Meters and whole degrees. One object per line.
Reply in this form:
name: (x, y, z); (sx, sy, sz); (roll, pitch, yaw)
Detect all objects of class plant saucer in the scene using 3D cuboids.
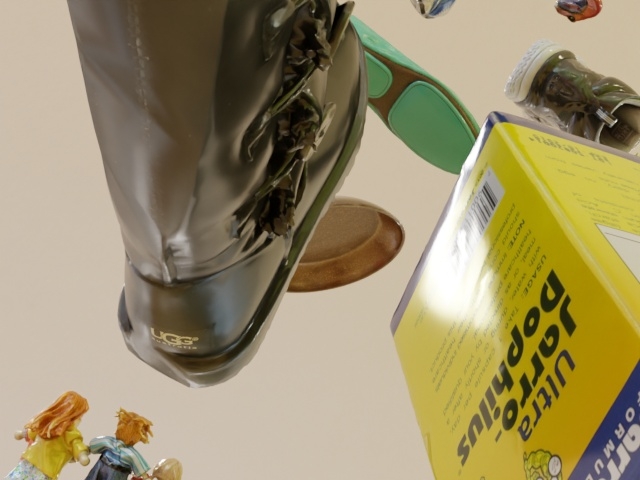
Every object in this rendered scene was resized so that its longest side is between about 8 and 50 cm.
plant saucer: (0.000, 0.000, 1.248); (0.199, 0.036, 0.198); (-8, -29, -5)

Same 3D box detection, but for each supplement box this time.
supplement box: (0.190, 0.093, 0.651); (0.194, 0.356, 0.195); (16, -66, -14)

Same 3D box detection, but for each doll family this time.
doll family: (-0.283, 0.277, 1.301); (0.263, 0.163, 0.118); (21, -15, 17)

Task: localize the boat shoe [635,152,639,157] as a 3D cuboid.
boat shoe: (0.312, -0.028, 1.056); (0.097, 0.324, 0.116); (-44, -46, -8)

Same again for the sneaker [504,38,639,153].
sneaker: (0.323, -0.156, 1.284); (0.153, 0.268, 0.101); (39, -75, 20)

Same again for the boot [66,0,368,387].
boot: (-0.037, -0.154, 0.644); (0.146, 0.367, 0.445); (11, -30, 3)

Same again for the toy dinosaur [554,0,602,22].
toy dinosaur: (0.095, -0.128, 0.482); (0.082, 0.090, 0.047); (50, -43, -4)

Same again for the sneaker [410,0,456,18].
sneaker: (0.185, -0.345, 0.993); (0.147, 0.129, 0.330); (10, -51, -29)

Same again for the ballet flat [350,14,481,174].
ballet flat: (0.086, -0.170, 1.155); (0.247, 0.087, 0.083); (36, -55, -9)
